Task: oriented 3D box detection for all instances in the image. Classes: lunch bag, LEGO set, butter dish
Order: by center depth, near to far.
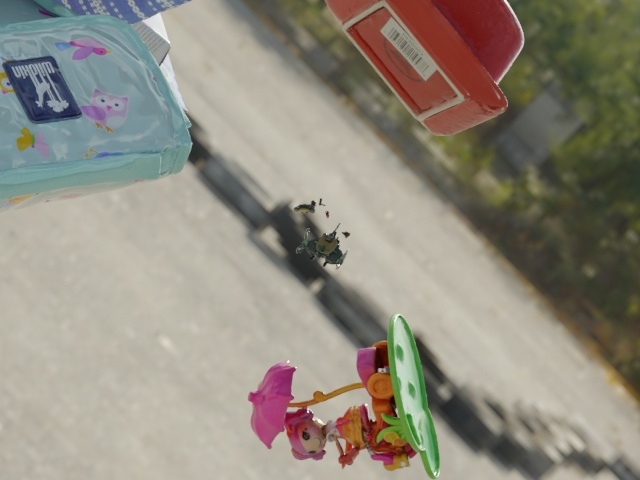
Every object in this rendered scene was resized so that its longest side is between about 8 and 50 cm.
[{"bbox_3d":[-0.255,-0.099,1.539,0.223,0.160,0.262,-10,25,-35],"label":"lunch bag"},{"bbox_3d":[0.104,-0.180,1.594,0.160,0.118,0.160,50,-18,-7],"label":"butter dish"},{"bbox_3d":[0.002,-0.001,1.916,0.023,0.054,0.083,91,-4,-56],"label":"LEGO set"}]

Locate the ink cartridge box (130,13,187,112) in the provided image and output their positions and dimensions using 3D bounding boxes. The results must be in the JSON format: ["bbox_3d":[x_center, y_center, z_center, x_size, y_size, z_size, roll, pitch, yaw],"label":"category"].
[{"bbox_3d":[-0.283,-0.354,2.464,0.330,0.071,0.324,37,21,-37],"label":"ink cartridge box"}]

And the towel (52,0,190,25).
[{"bbox_3d":[-0.237,-0.279,1.702,0.243,0.336,0.040,55,45,-21],"label":"towel"}]

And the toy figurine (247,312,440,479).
[{"bbox_3d":[0.015,0.162,1.841,0.130,0.159,0.173,-83,158,-54],"label":"toy figurine"}]
